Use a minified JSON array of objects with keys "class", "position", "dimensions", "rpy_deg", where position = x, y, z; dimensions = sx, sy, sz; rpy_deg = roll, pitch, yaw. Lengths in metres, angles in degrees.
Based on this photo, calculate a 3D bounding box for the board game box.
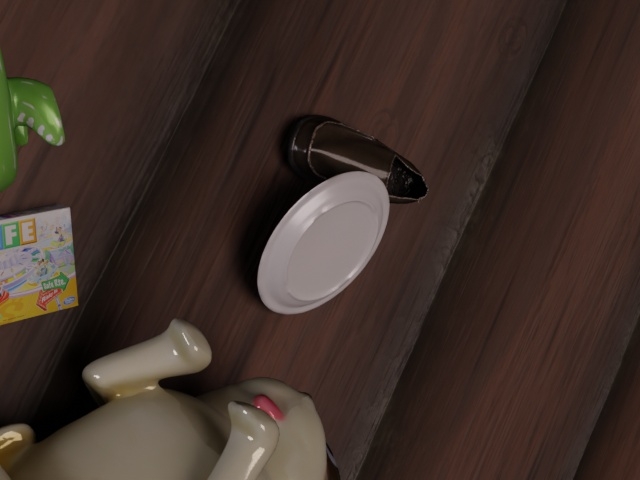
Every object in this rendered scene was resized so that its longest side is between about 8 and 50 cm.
[{"class":"board game box","position":[-0.311,0.029,1.106],"dimensions":[0.154,0.026,0.103],"rpy_deg":[-15,109,-40]}]

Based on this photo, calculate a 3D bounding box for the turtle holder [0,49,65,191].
[{"class":"turtle holder","position":[-0.351,-0.172,0.881],"dimensions":[0.228,0.243,0.320],"rpy_deg":[-16,121,-22]}]

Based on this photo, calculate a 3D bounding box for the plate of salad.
[{"class":"plate of salad","position":[0.000,0.000,1.346],"dimensions":[0.200,0.048,0.199],"rpy_deg":[-30,142,-27]}]

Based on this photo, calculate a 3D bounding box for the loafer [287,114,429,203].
[{"class":"loafer","position":[0.054,-0.096,1.380],"dimensions":[0.220,0.078,0.080],"rpy_deg":[15,89,-44]}]

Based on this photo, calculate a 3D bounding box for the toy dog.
[{"class":"toy dog","position":[-0.150,0.280,1.149],"dimensions":[0.408,0.285,0.395],"rpy_deg":[-16,123,-39]}]
